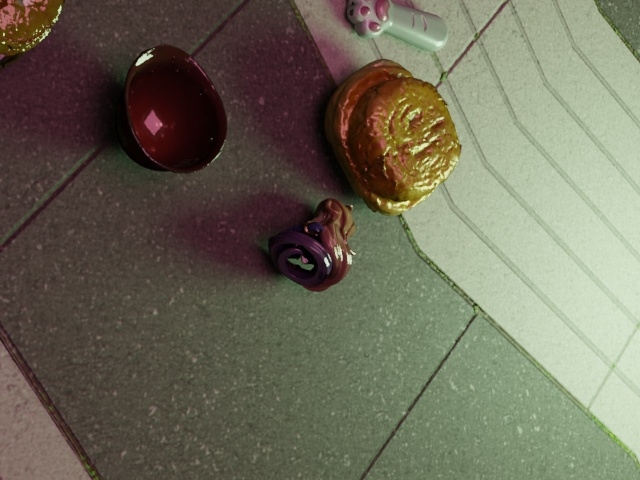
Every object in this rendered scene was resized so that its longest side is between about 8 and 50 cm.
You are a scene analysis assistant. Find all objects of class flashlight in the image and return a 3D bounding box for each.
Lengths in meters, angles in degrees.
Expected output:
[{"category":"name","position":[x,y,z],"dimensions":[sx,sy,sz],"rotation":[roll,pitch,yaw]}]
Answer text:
[{"category":"flashlight","position":[0.130,-0.354,1.908],"dimensions":[0.200,0.047,0.093],"rotation":[13,80,-36]}]

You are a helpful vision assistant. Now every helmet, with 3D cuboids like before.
[{"category":"helmet","position":[-0.220,-0.167,1.592],"dimensions":[0.155,0.106,0.175],"rotation":[-18,94,-40]}]

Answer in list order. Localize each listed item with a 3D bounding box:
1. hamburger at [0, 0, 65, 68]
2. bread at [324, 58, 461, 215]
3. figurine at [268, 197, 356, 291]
[{"category":"hamburger","position":[-0.408,-0.305,1.459],"dimensions":[0.177,0.113,0.185],"rotation":[1,79,-32]},{"category":"bread","position":[0.111,-0.158,1.838],"dimensions":[0.198,0.120,0.236],"rotation":[-41,111,-29]},{"category":"figurine","position":[0.006,0.006,1.756],"dimensions":[0.157,0.114,0.126],"rotation":[-35,144,-38]}]
